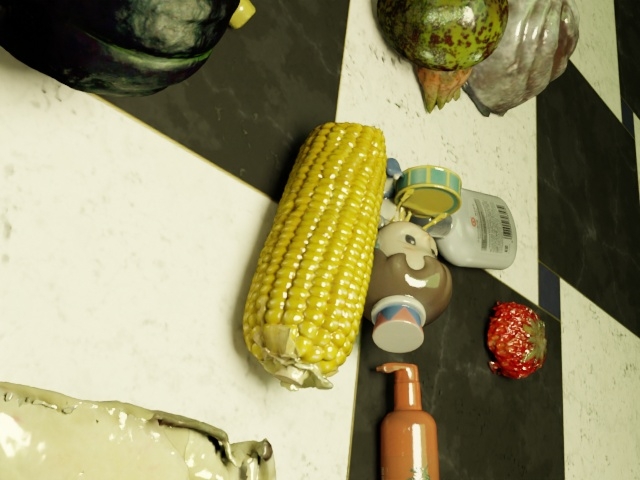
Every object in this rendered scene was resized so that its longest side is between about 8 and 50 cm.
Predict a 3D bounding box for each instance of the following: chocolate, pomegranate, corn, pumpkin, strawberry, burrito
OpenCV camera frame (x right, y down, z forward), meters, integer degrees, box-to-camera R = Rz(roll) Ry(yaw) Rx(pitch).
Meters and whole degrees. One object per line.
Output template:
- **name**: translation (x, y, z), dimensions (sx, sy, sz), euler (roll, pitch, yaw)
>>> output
- **chocolate**: translation (0.405, -0.418, 1.464), dimensions (0.303, 0.213, 0.303), euler (19, 63, -44)
- **pomegranate**: translation (0.223, -0.359, 1.239), dimensions (0.276, 0.204, 0.221), euler (51, 30, -31)
- **corn**: translation (0.000, 0.000, 0.920), dimensions (0.144, 0.144, 0.387), euler (38, 49, -36)
- **pumpkin**: translation (-0.216, -0.276, 0.626), dimensions (0.296, 0.296, 0.295), euler (18, 65, -45)
- **strawberry**: translation (0.356, 0.177, 1.320), dimensions (0.145, 0.086, 0.145), euler (15, 69, -45)
- **burrito**: translation (-0.181, 0.241, 0.631), dimensions (0.332, 0.135, 0.190), euler (27, 60, -43)

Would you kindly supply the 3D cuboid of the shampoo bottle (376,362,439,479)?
- **shampoo bottle**: translation (0.121, 0.293, 1.013), dimensions (0.085, 0.086, 0.244), euler (16, 65, -46)

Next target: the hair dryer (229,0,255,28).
- **hair dryer**: translation (-0.172, -0.377, 0.885), dimensions (0.278, 0.090, 0.134), euler (46, 45, -39)

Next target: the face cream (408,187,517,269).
- **face cream**: translation (0.245, -0.021, 1.261), dimensions (0.291, 0.071, 0.143), euler (4, 74, -50)

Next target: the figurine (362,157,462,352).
- **figurine**: translation (0.119, 0.026, 1.029), dimensions (0.161, 0.158, 0.275), euler (24, 61, -39)
